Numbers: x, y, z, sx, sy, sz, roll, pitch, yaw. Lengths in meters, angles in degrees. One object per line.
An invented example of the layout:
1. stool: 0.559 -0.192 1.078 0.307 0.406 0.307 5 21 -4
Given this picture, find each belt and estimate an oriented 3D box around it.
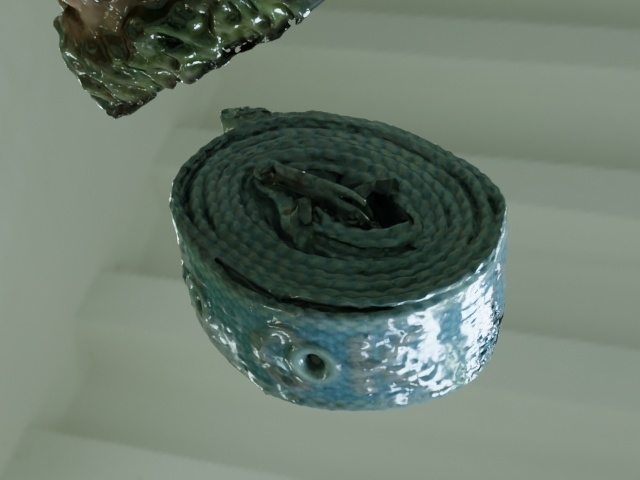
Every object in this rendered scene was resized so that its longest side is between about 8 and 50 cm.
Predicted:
1. belt: 0.007 0.003 0.682 0.163 0.082 0.148 7 -140 19

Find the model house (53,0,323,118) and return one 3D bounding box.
1. model house: -0.056 -0.183 0.589 0.183 0.172 0.166 -20 -143 28
